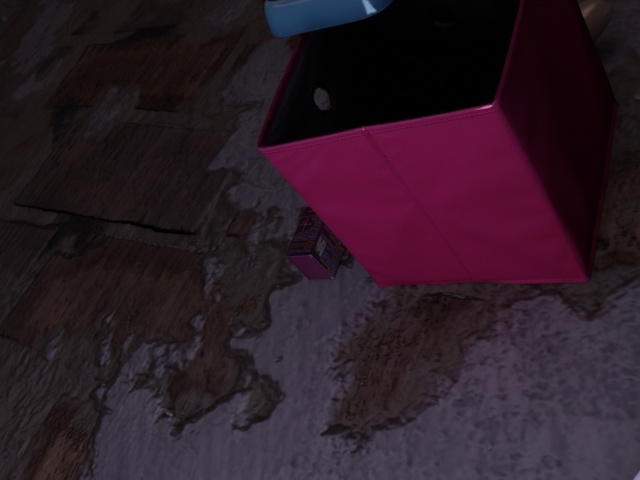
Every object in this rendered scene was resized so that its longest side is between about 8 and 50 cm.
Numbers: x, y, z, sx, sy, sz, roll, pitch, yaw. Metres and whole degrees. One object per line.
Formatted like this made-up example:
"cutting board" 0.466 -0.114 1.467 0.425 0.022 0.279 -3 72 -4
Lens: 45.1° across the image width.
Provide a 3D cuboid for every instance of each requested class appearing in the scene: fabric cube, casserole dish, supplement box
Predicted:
"fabric cube" 0.136 -0.125 0.804 0.259 0.258 0.254 -5 53 36
"casserole dish" 0.013 -0.273 0.807 0.188 0.037 0.114 1 55 40
"supplement box" 0.000 0.000 0.958 0.043 0.055 0.083 -3 53 39

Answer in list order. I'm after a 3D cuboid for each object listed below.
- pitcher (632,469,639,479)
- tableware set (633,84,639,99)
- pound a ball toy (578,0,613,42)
"pitcher" 0.288 0.217 0.500 0.178 0.125 0.207 -61 28 9
"tableware set" 0.431 -0.230 0.830 0.128 0.039 0.194 17 67 46
"pound a ball toy" 0.196 -0.310 1.005 0.136 0.208 0.319 -54 22 8
